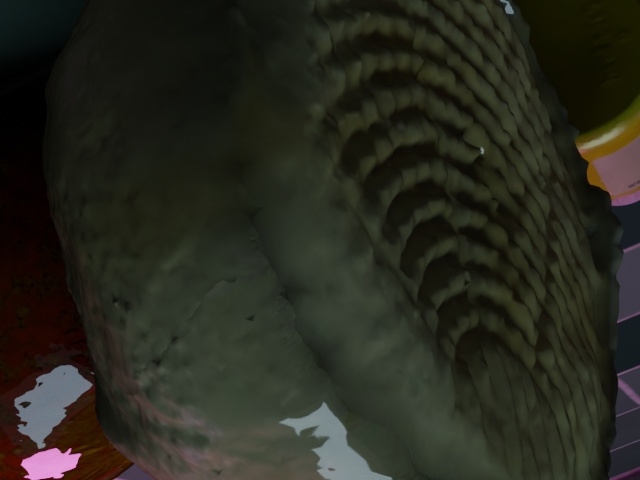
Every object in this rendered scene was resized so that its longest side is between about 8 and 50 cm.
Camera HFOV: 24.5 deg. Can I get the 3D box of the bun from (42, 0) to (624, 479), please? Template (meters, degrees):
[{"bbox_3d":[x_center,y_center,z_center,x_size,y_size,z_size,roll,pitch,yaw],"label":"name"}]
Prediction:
[{"bbox_3d":[-0.002,-0.001,0.717,0.202,0.364,0.364,-16,162,29],"label":"bun"}]

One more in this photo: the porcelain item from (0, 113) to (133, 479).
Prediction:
[{"bbox_3d":[-0.180,0.028,0.870,0.253,0.253,0.253,-16,159,-6],"label":"porcelain item"}]

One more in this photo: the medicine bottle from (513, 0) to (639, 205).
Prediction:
[{"bbox_3d":[0.178,-0.083,0.958,0.122,0.122,0.212,-23,159,13],"label":"medicine bottle"}]
